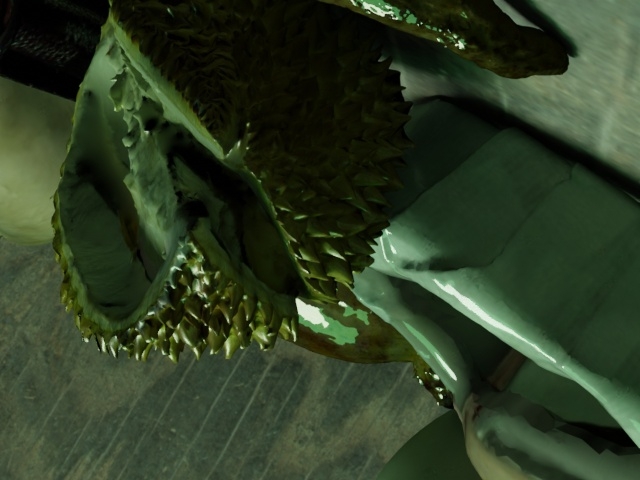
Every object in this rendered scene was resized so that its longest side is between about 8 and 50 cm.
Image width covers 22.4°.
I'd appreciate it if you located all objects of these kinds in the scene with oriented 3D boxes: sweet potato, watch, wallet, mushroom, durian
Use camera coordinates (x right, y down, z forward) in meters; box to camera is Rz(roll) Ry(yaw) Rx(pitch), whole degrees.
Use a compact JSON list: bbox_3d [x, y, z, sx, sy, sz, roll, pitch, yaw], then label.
[{"bbox_3d":[0.028,-0.096,0.597,0.153,0.038,0.041,23,-162,-7],"label":"sweet potato"},{"bbox_3d":[0.120,0.036,0.845,0.253,0.162,0.241,22,157,49],"label":"watch"},{"bbox_3d":[-0.194,-0.149,0.940,0.262,0.071,0.221,37,-166,29],"label":"wallet"},{"bbox_3d":[-0.384,-0.065,1.658,0.314,0.336,0.314,37,-178,-1],"label":"mushroom"},{"bbox_3d":[-0.044,-0.052,0.767,0.138,0.193,0.237,2,-125,-29],"label":"durian"}]

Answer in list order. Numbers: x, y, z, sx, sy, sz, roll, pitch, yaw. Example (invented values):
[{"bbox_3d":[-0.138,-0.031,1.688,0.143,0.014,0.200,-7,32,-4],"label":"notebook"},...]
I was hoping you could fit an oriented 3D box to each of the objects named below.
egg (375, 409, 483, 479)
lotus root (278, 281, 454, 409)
[{"bbox_3d":[0.150,0.192,1.042,0.282,0.203,0.203,-3,-165,-33],"label":"egg"},{"bbox_3d":[0.000,0.000,1.051,0.309,0.173,0.173,28,174,20],"label":"lotus root"}]
